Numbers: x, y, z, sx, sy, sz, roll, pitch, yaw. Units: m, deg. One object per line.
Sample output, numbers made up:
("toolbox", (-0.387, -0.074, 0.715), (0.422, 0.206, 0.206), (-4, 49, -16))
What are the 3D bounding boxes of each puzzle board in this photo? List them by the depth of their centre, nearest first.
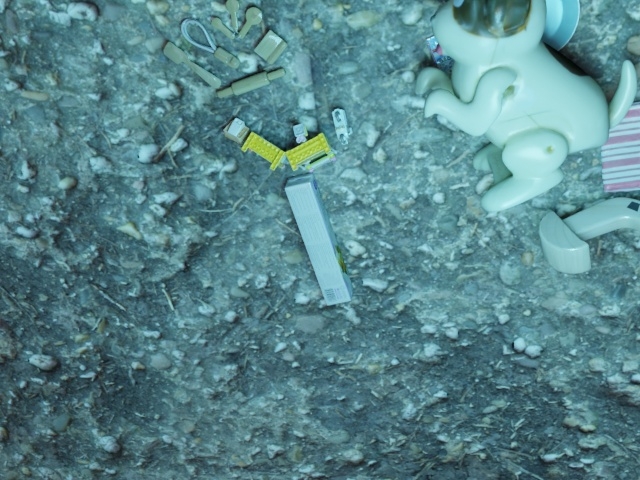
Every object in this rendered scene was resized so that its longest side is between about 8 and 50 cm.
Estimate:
("puzzle board", (0.294, -0.394, 1.757), (0.128, 0.011, 0.096), (-18, 114, 19))

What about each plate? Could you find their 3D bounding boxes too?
("plate", (0.419, -0.452, 1.697), (0.188, 0.024, 0.188), (4, 119, 8))

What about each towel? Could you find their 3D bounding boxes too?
("towel", (0.663, -0.198, 1.795), (0.144, 0.029, 0.197), (-6, 114, 12))

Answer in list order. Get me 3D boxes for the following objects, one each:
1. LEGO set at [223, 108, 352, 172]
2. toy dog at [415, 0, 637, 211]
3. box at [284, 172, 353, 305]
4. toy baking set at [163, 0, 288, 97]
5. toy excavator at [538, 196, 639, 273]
("LEGO set", (-0.067, -0.207, 1.889), (0.287, 0.107, 0.132), (-4, 83, 16))
("toy dog", (0.365, -0.316, 1.608), (0.395, 0.284, 0.408), (-20, 116, 25))
("box", (0.000, 0.000, 1.989), (0.067, 0.063, 0.324), (-14, 115, 15))
("toy baking set", (-0.197, -0.404, 1.826), (0.256, 0.030, 0.197), (-20, 110, 19))
("toy excavator", (0.737, -0.043, 1.744), (0.445, 0.433, 0.222), (25, 151, 41))
